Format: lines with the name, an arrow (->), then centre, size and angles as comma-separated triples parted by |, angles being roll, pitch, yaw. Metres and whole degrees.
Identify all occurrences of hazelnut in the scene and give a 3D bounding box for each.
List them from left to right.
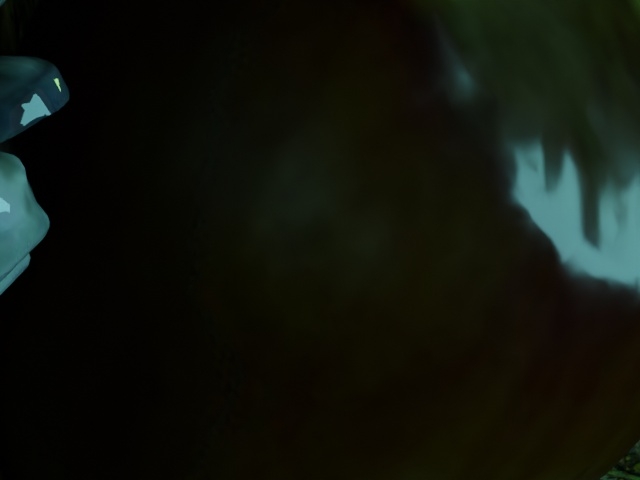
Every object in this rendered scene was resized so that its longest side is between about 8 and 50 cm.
hazelnut -> 0.005, -0.007, 0.811 | 0.366, 0.365, 0.366 | 1, 90, -78

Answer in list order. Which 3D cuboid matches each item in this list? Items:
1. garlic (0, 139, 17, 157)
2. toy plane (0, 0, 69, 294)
garlic -> -0.141, -0.029, 0.667 | 0.152, 0.066, 0.084 | -10, 100, -75
toy plane -> -0.142, -0.100, 0.530 | 0.267, 0.122, 0.267 | -17, 90, -71
